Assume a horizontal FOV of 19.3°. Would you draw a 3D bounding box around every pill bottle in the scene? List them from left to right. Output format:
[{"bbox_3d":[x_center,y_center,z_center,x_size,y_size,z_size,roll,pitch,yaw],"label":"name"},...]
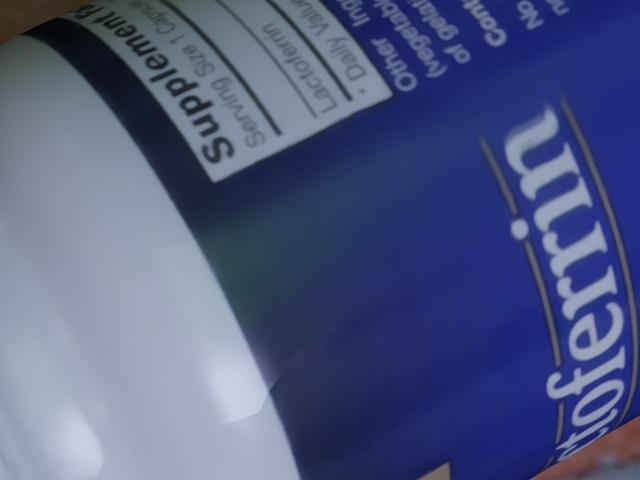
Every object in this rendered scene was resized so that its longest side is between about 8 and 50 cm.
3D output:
[{"bbox_3d":[0.000,0.000,0.464,0.265,0.153,0.153,-27,87,-18],"label":"pill bottle"}]
